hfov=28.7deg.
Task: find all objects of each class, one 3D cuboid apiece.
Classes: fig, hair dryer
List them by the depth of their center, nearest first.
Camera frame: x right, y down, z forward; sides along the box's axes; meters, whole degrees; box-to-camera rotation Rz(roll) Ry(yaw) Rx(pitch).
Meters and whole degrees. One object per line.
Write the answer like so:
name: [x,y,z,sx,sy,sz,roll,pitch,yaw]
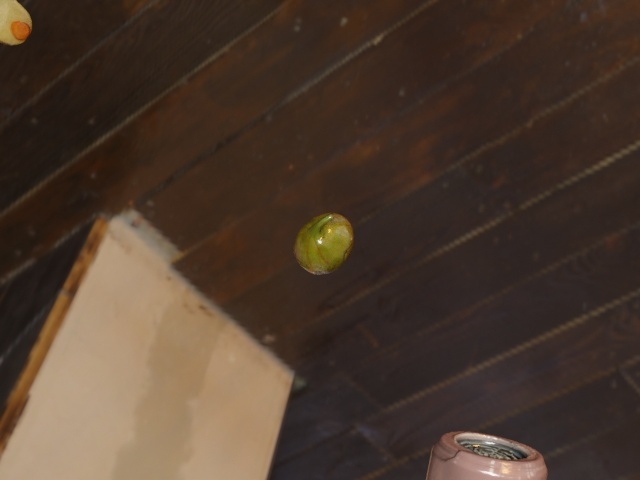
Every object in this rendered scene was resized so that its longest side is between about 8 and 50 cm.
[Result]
hair dryer: [0.223,0.314,1.404,0.125,0.352,0.210,14,98,33]
fig: [0.000,0.000,1.673,0.084,0.082,0.098,-23,153,13]

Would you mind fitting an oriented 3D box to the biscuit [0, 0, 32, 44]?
biscuit: [-0.349,-0.265,1.273,0.153,0.234,0.030,41,171,-29]
